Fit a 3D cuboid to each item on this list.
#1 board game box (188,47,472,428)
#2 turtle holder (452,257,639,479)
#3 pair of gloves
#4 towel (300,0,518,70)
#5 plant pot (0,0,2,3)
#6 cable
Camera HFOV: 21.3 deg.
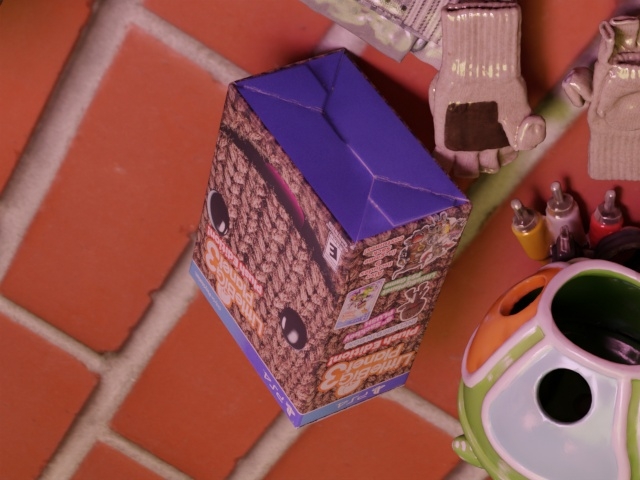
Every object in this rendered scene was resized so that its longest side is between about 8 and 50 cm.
[{"bbox_3d":[0.000,0.000,1.713,0.232,0.141,0.291,53,147,30],"label":"board game box"},{"bbox_3d":[0.282,0.158,1.621,0.320,0.243,0.227,52,156,30],"label":"turtle holder"},{"bbox_3d":[0.221,-0.128,1.584,0.240,0.042,0.204,5,137,0],"label":"pair of gloves"},{"bbox_3d":[0.055,-0.310,1.525,0.312,0.056,0.324,29,139,-1],"label":"towel"},{"bbox_3d":[-0.402,-0.299,1.583,0.334,0.305,0.334,14,137,14],"label":"plant pot"},{"bbox_3d":[0.275,0.045,1.782,0.139,0.072,0.287,-3,144,7],"label":"cable"}]
